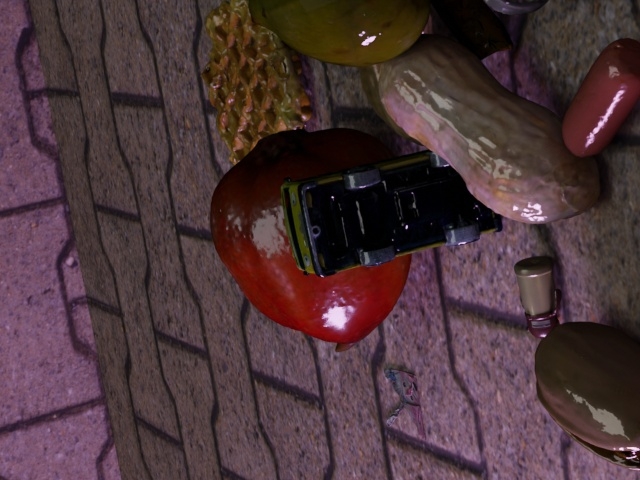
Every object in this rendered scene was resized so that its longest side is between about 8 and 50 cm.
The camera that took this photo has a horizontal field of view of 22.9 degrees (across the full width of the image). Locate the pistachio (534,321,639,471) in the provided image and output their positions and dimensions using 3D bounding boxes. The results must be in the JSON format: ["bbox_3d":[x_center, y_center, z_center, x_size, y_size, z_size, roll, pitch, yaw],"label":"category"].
[{"bbox_3d":[0.325,0.173,1.785,0.129,0.131,0.206,35,-175,-48],"label":"pistachio"}]

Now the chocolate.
[{"bbox_3d":[0.188,-0.127,1.830,0.309,0.134,0.134,40,142,22],"label":"chocolate"}]

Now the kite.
[{"bbox_3d":[0.124,0.248,2.367,0.137,0.005,0.152,60,152,32],"label":"kite"}]

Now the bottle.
[{"bbox_3d":[0.266,0.072,1.929,0.063,0.047,0.101,-119,17,-74],"label":"bottle"}]

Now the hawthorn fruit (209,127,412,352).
[{"bbox_3d":[-0.004,-0.012,2.192,0.311,0.295,0.295,64,153,18],"label":"hawthorn fruit"}]

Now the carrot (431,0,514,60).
[{"bbox_3d":[0.148,-0.312,1.885,0.228,0.069,0.069,57,154,0],"label":"carrot"}]

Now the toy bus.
[{"bbox_3d":[0.081,-0.040,1.997,0.150,0.262,0.128,-177,74,-67],"label":"toy bus"}]

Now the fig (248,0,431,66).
[{"bbox_3d":[0.011,-0.289,1.814,0.225,0.203,0.203,-18,86,26],"label":"fig"}]

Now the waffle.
[{"bbox_3d":[-0.103,-0.245,2.503,0.302,0.068,0.324,10,110,63],"label":"waffle"}]

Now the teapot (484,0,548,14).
[{"bbox_3d":[0.179,-0.384,1.767,0.294,0.129,0.193,67,156,13],"label":"teapot"}]

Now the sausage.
[{"bbox_3d":[0.305,-0.151,1.699,0.062,0.062,0.154,62,152,27],"label":"sausage"}]

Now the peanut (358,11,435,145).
[{"bbox_3d":[0.093,-0.249,1.977,0.130,0.130,0.290,8,128,63],"label":"peanut"}]
